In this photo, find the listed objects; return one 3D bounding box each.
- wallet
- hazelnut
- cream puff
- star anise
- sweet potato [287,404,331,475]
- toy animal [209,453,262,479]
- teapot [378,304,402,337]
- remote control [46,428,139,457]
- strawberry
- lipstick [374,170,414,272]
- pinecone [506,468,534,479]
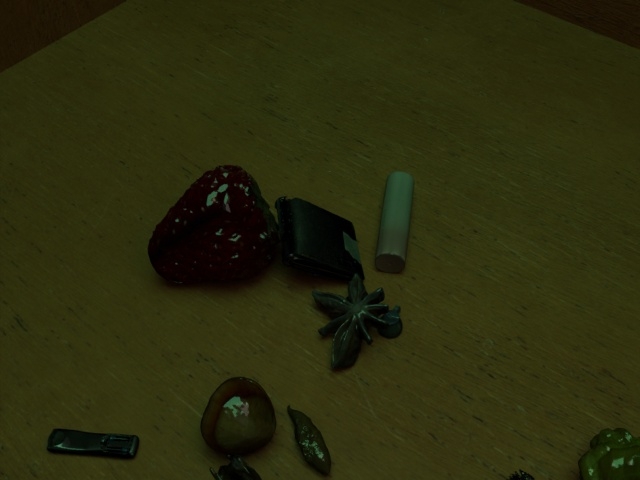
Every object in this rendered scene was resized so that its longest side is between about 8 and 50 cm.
[{"bbox_3d":[0.000,0.000,2.049,0.262,0.071,0.221,19,40,-30],"label":"wallet"},{"bbox_3d":[-0.185,0.409,1.710,0.182,0.182,0.182,0,50,0],"label":"hazelnut"},{"bbox_3d":[0.672,0.499,1.634,0.221,0.195,0.195,6,50,-1],"label":"cream puff"},{"bbox_3d":[0.085,0.196,1.928,0.198,0.111,0.257,-23,45,1],"label":"star anise"},{"bbox_3d":[-0.029,0.460,1.730,0.068,0.060,0.206,12,28,-37],"label":"sweet potato"},{"bbox_3d":[-0.185,0.512,1.614,0.089,0.179,0.188,-34,32,-29],"label":"toy animal"},{"bbox_3d":[0.189,0.208,1.945,0.066,0.057,0.088,24,54,17],"label":"teapot"},{"bbox_3d":[-0.531,0.473,1.729,0.212,0.028,0.059,4,51,2],"label":"remote control"},{"bbox_3d":[-0.299,-0.023,2.005,0.345,0.317,0.295,-23,65,5],"label":"strawberry"},{"bbox_3d":[0.218,-0.058,2.152,0.087,0.087,0.327,7,50,5],"label":"lipstick"},{"bbox_3d":[0.442,0.553,1.649,0.083,0.077,0.077,-34,51,12],"label":"pinecone"}]
